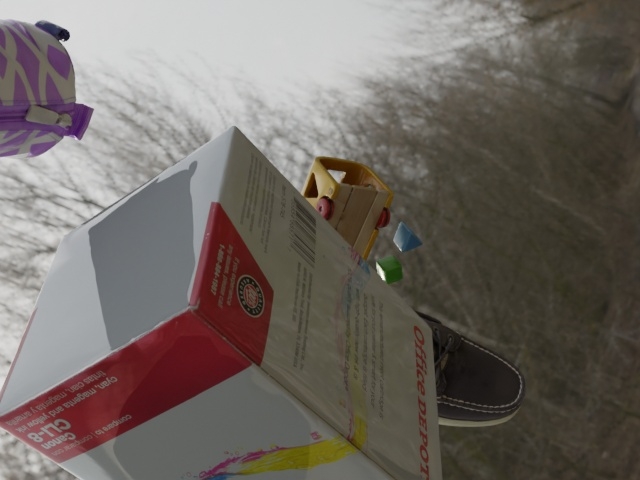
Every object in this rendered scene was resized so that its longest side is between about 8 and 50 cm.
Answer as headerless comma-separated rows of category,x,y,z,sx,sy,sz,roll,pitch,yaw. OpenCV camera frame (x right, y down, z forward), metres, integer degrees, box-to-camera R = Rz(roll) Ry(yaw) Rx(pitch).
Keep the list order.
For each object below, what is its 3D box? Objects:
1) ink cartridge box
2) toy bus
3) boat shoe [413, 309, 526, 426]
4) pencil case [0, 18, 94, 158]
ink cartridge box,-0.039,0.065,0.466,0.127,0.176,0.128,-30,33,26
toy bus,0.009,-0.009,1.218,0.202,0.104,0.191,-31,-49,-4
boat shoe,0.098,0.127,1.037,0.092,0.285,0.103,114,178,-67
pencil case,-0.205,-0.072,0.472,0.086,0.088,0.206,-58,-13,20
